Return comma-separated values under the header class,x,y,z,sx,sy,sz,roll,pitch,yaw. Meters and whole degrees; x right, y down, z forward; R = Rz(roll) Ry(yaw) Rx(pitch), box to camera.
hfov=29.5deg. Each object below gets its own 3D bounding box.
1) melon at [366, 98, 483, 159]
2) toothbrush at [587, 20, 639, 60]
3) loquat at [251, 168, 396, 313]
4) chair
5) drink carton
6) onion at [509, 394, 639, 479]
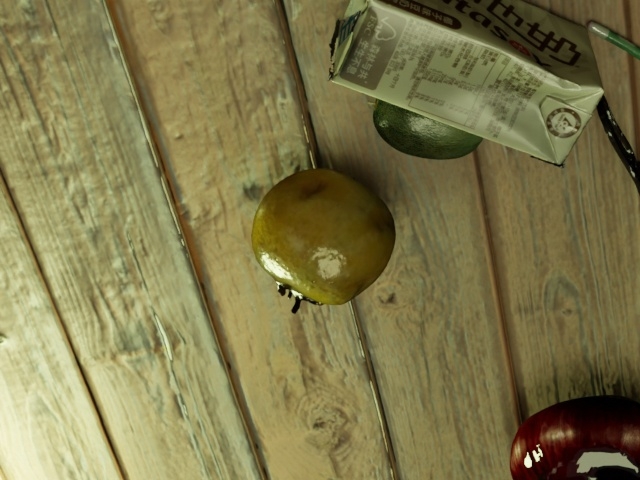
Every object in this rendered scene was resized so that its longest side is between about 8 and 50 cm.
class,x,y,z,sx,sy,sz,roll,pitch,yaw
melon,0.143,-0.168,1.649,0.167,0.114,0.114,11,123,-6
toothbrush,0.467,-0.229,1.642,0.257,0.018,0.024,28,118,-13
loquat,-0.002,-0.001,1.719,0.213,0.213,0.213,2,123,3
chair,0.470,-0.107,1.669,0.113,0.106,0.229,-19,120,17
drink carton,0.184,-0.241,1.551,0.324,0.194,0.132,20,124,-9
onion,0.429,0.375,1.880,0.273,0.285,0.273,5,131,6
